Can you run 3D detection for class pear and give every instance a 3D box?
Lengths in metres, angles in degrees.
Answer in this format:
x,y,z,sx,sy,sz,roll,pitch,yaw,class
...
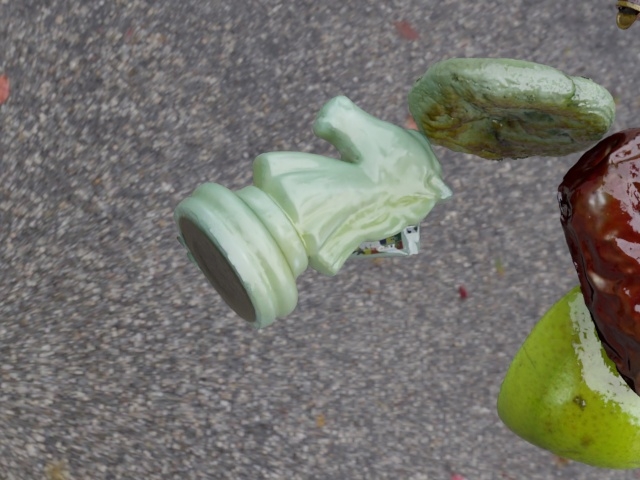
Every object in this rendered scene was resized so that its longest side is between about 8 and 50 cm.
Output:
x,y,z,sx,sy,sz,roll,pitch,yaw,class
0.382,0.149,1.267,0.288,0.139,0.239,-3,116,-17,pear

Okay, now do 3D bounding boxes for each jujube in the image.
x,y,z,sx,sy,sz,roll,pitch,yaw,class
0.388,0.040,1.109,0.216,0.216,0.342,-34,92,-23,jujube

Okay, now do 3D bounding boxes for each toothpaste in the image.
x,y,z,sx,sy,sz,roll,pitch,yaw,class
0.000,0.000,1.298,0.256,0.037,0.067,-7,106,-7,toothpaste

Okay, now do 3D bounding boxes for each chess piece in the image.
x,y,z,sx,sy,sz,roll,pitch,yaw,class
-0.001,-0.047,1.176,0.298,0.176,0.175,-34,97,-18,chess piece

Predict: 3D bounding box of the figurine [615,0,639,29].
x,y,z,sx,sy,sz,roll,pitch,yaw,class
0.554,-0.439,1.810,0.098,0.082,0.154,15,99,-45,figurine

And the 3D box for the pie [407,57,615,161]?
x,y,z,sx,sy,sz,roll,pitch,yaw,class
0.206,-0.141,1.156,0.241,0.240,0.054,14,77,-21,pie
